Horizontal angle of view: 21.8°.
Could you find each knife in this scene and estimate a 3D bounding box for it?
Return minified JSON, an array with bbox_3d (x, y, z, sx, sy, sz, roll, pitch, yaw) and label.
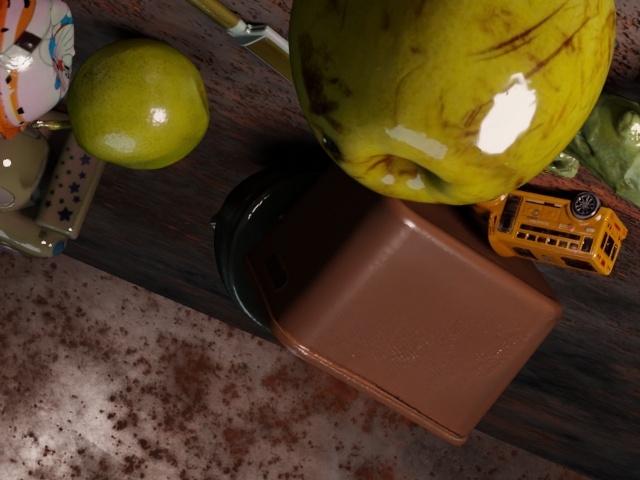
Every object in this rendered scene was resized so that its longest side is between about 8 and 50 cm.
[{"bbox_3d":[-0.076,-0.230,1.889,0.061,0.027,0.343,4,159,41],"label":"knife"}]

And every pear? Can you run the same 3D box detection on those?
[{"bbox_3d":[-0.249,-0.160,2.062,0.216,0.166,0.180,-18,-174,2],"label":"pear"},{"bbox_3d":[0.107,-0.160,1.368,0.283,0.283,0.283,20,167,5],"label":"pear"}]

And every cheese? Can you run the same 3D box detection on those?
[{"bbox_3d":[-0.366,-0.246,1.920,0.129,0.217,0.329,4,148,3],"label":"cheese"}]

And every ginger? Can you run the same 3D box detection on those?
[{"bbox_3d":[0.251,-0.110,1.655,0.290,0.089,0.137,20,135,50],"label":"ginger"}]

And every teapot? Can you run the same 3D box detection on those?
[{"bbox_3d":[-0.010,-0.019,2.371,0.239,0.321,0.239,38,148,64],"label":"teapot"}]

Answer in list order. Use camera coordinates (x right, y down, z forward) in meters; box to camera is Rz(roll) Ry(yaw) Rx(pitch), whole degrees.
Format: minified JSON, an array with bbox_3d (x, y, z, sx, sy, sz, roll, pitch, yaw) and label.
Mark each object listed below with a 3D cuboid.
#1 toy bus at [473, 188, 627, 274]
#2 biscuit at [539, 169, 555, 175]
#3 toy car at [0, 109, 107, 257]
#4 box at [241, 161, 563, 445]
[{"bbox_3d":[0.275,-0.017,2.068,0.194,0.088,0.083,12,166,32],"label":"toy bus"},{"bbox_3d":[0.179,-0.106,1.955,0.139,0.016,0.231,24,175,-13],"label":"biscuit"},{"bbox_3d":[-0.507,-0.123,2.518,0.336,0.242,0.226,23,169,-13],"label":"toy car"},{"bbox_3d":[0.112,0.061,2.152,0.339,0.229,0.239,32,-164,-29],"label":"box"}]
